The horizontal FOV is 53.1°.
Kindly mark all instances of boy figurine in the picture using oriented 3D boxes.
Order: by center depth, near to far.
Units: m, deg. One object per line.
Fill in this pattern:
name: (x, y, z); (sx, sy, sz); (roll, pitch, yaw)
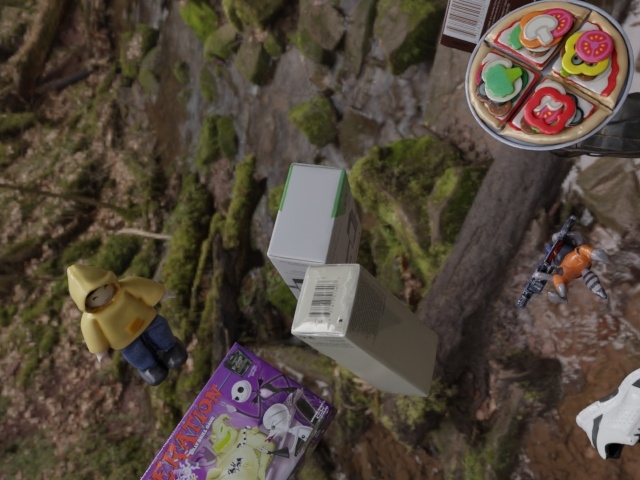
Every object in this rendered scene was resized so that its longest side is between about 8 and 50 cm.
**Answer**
boy figurine: (-0.341, 0.135, 1.140); (0.092, 0.177, 0.285); (38, 159, 43)

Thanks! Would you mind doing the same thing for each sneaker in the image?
sneaker: (0.248, 0.132, 0.497); (0.043, 0.040, 0.109); (-104, 29, -41)

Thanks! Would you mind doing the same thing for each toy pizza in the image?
toy pizza: (0.281, -0.212, 0.800); (0.201, 0.032, 0.201); (-5, 79, 24)

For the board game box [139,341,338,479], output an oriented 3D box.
board game box: (-0.151, 0.361, 1.018); (0.208, 0.056, 0.346); (26, 74, 28)

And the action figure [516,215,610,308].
action figure: (0.765, 0.113, 1.994); (0.179, 0.330, 0.341); (29, 109, 6)

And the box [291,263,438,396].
box: (0.077, 0.142, 0.967); (0.094, 0.275, 0.113); (-4, 59, 34)

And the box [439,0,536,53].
box: (0.366, -0.504, 1.322); (0.167, 0.203, 0.168); (21, 145, 13)

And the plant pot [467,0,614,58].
plant pot: (0.545, -0.555, 1.558); (0.280, 0.323, 0.323); (-149, 62, -75)

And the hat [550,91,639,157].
hat: (0.593, -0.222, 1.227); (0.331, 0.331, 0.133); (12, 103, 57)

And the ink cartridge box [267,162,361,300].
ink cartridge box: (0.000, 0.000, 1.360); (0.289, 0.122, 0.211); (65, -145, -65)
